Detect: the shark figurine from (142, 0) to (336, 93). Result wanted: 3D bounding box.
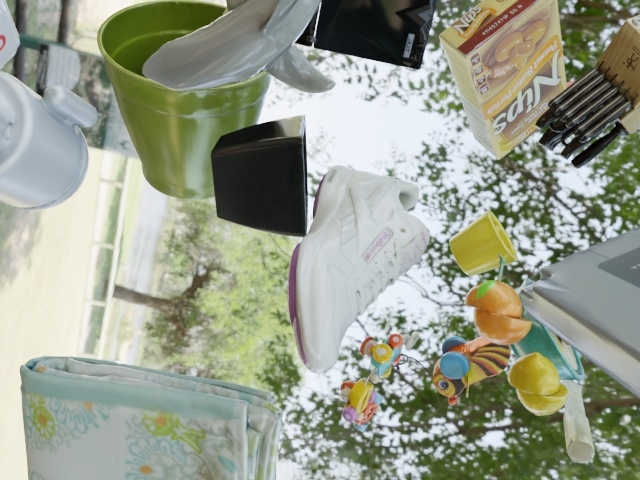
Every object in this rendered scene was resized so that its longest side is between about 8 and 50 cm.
[{"bbox_3d":[-0.029,-0.233,0.493,0.116,0.166,0.278,-100,-145,-76],"label":"shark figurine"}]

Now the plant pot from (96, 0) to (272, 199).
[{"bbox_3d":[-0.293,-0.294,1.339,0.353,0.367,0.366,103,-9,-46],"label":"plant pot"}]

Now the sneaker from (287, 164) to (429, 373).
[{"bbox_3d":[0.050,0.019,0.706,0.114,0.152,0.305,85,16,-49],"label":"sneaker"}]

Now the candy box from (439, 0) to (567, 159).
[{"bbox_3d":[0.353,-0.311,1.101,0.183,0.316,0.087,-37,-127,5],"label":"candy box"}]

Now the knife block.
[{"bbox_3d":[0.459,-0.220,0.864,0.088,0.276,0.242,59,-18,22],"label":"knife block"}]

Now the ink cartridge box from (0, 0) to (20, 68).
[{"bbox_3d":[-0.362,-0.199,0.437,0.198,0.115,0.273,-64,180,-26],"label":"ink cartridge box"}]

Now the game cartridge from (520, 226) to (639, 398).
[{"bbox_3d":[0.311,0.017,0.389,0.198,0.297,0.062,-115,-177,-71],"label":"game cartridge"}]

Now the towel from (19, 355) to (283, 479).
[{"bbox_3d":[-0.225,0.325,0.755,0.090,0.375,0.320,-16,109,-68],"label":"towel"}]

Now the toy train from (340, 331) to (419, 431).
[{"bbox_3d":[0.068,0.187,0.808,0.166,0.046,0.125,-63,156,10],"label":"toy train"}]

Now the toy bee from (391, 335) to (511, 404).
[{"bbox_3d":[0.347,0.326,1.494,0.298,0.162,0.195,-11,-160,42],"label":"toy bee"}]

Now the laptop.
[{"bbox_3d":[0.036,-0.394,0.850,0.264,0.137,0.234,34,-60,46],"label":"laptop"}]

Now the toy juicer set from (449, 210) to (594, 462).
[{"bbox_3d":[0.275,0.130,0.690,0.090,0.329,0.209,-31,-158,23],"label":"toy juicer set"}]

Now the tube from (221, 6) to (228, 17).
[{"bbox_3d":[-0.182,-0.405,1.174,0.240,0.070,0.062,-63,-179,5],"label":"tube"}]

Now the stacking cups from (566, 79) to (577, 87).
[{"bbox_3d":[0.670,-0.330,1.268,0.096,0.316,0.096,-15,90,-89],"label":"stacking cups"}]

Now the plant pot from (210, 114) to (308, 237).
[{"bbox_3d":[-0.108,-0.123,1.099,0.187,0.167,0.188,-91,-179,-66],"label":"plant pot"}]

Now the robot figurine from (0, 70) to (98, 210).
[{"bbox_3d":[-0.539,-0.166,1.031,0.199,0.300,0.353,61,-2,9],"label":"robot figurine"}]
